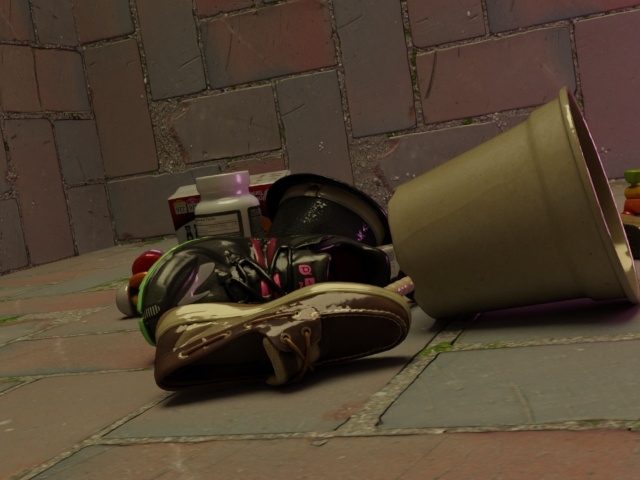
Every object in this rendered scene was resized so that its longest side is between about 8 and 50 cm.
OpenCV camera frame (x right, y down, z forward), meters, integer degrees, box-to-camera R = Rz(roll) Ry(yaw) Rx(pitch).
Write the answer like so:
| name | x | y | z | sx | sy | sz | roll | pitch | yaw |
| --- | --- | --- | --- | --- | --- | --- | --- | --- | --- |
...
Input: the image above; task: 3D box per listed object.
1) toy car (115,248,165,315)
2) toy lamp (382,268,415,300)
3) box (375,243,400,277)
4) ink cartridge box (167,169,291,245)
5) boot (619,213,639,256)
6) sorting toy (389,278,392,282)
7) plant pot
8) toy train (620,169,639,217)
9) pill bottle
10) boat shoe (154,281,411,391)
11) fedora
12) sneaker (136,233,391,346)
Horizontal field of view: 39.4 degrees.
| name | x | y | z | sx | sy | sz | roll | pitch | yaw |
| --- | --- | --- | --- | --- | --- | --- | --- | --- | --- |
| toy car | -0.372 | 0.089 | 2.001 | 0.159 | 0.136 | 0.182 | -9 | 5 | 3 |
| toy lamp | 0.131 | 0.085 | 1.524 | 0.080 | 0.080 | 0.275 | -5 | 7 | 34 |
| box | 0.192 | 0.033 | 1.937 | 0.063 | 0.067 | 0.324 | -5 | 4 | 35 |
| ink cartridge box | -0.209 | -0.021 | 2.347 | 0.310 | 0.271 | 0.130 | -9 | 18 | 11 |
| boot | 0.681 | -0.027 | 1.774 | 0.270 | 0.089 | 0.236 | -11 | 16 | -19 |
| sorting toy | 0.107 | 0.088 | 1.866 | 0.083 | 0.012 | 0.062 | -7 | 4 | 40 |
| plant pot | 0.282 | -0.022 | 1.359 | 0.305 | 0.333 | 0.334 | -20 | 1 | 22 |
| toy train | 0.748 | -0.106 | 2.138 | 0.105 | 0.143 | 0.248 | -12 | 6 | -35 |
| pill bottle | -0.219 | -0.024 | 2.184 | 0.162 | 0.278 | 0.162 | -8 | 5 | 1 |
| boat shoe | -0.048 | 0.141 | 1.159 | 0.342 | 0.123 | 0.123 | -4 | 35 | 0 |
| fedora | 0.000 | 0.000 | 2.040 | 0.334 | 0.334 | 0.152 | -4 | 42 | 41 |
| sneaker | -0.085 | 0.065 | 1.525 | 0.483 | 0.185 | 0.202 | -14 | 3 | -33 |
